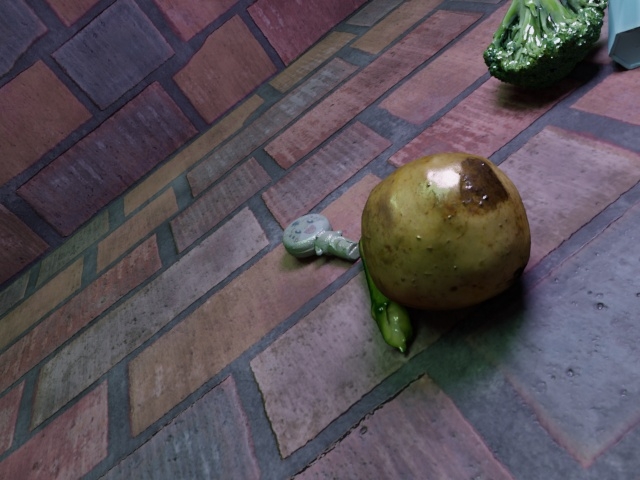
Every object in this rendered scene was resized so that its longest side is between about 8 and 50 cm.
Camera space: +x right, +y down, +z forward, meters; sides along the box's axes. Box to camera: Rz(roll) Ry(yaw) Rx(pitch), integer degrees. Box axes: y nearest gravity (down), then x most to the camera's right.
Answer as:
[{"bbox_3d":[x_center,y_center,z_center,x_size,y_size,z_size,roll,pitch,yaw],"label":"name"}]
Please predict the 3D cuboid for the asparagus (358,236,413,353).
[{"bbox_3d":[0.122,0.076,1.101,0.082,0.085,0.343,-7,33,4],"label":"asparagus"}]

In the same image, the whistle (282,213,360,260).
[{"bbox_3d":[0.000,0.000,1.349,0.126,0.067,0.258,-44,35,-22],"label":"whistle"}]

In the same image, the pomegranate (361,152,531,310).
[{"bbox_3d":[0.202,-0.012,0.936,0.281,0.281,0.281,-27,32,18],"label":"pomegranate"}]

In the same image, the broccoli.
[{"bbox_3d":[0.497,-0.464,1.282,0.261,0.242,0.269,-37,32,-26],"label":"broccoli"}]

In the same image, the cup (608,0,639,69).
[{"bbox_3d":[0.687,-0.483,1.213,0.148,0.134,0.236,-53,13,57],"label":"cup"}]
